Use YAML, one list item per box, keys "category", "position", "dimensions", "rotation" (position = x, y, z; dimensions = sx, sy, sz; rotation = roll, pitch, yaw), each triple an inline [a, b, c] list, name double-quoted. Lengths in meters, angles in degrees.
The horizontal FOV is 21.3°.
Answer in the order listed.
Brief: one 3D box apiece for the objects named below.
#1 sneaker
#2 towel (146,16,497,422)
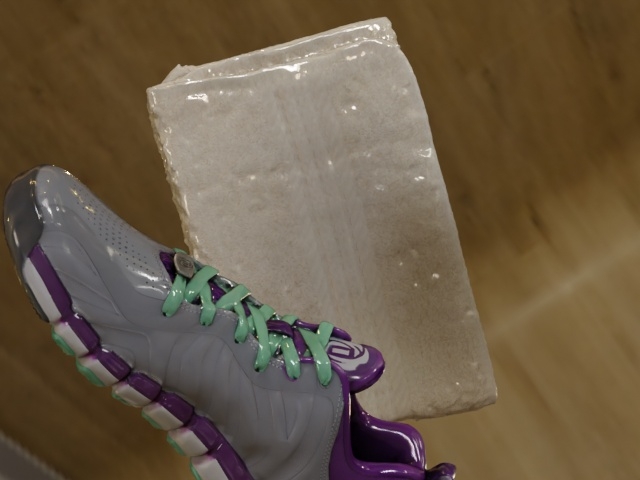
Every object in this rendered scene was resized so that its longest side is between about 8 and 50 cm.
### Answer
- category: "sneaker"
  position: [-0.034, 0.040, 0.712]
  dimensions: [0.098, 0.083, 0.223]
  rotation: [-28, -60, 18]
- category: "towel"
  position: [0.000, 0.000, 1.171]
  dimensions: [0.187, 0.282, 0.049]
  rotation: [-14, 3, -3]
